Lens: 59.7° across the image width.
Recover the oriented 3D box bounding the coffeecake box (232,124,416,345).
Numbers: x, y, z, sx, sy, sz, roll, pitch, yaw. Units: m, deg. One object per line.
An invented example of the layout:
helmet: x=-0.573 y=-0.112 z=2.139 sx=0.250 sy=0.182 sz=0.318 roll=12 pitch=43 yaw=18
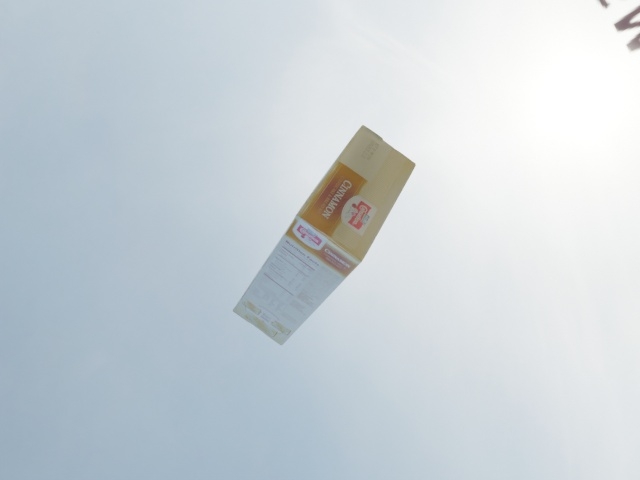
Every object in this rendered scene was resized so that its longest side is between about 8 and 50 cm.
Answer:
coffeecake box: x=0.000 y=0.000 z=0.551 sx=0.068 sy=0.185 sz=0.142 roll=36 pitch=-130 yaw=-2
